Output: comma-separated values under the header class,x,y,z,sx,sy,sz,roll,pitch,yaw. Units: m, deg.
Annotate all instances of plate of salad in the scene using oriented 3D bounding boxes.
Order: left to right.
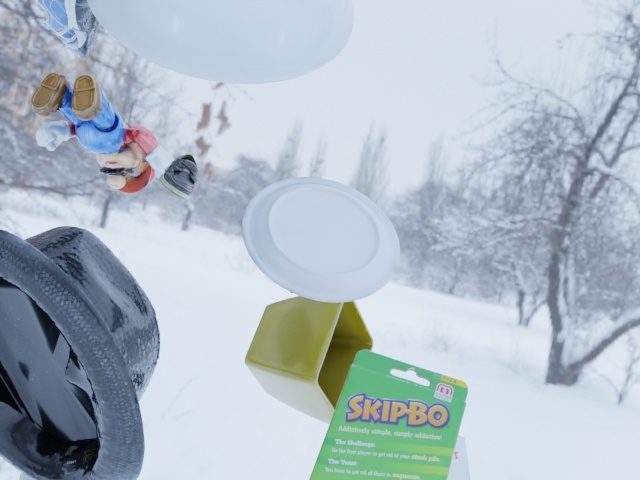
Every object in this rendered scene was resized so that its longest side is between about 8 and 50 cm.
class,x,y,z,sx,sy,sz,roll,pitch,yaw
plate of salad,0.000,0.000,0.964,0.199,0.200,0.048,13,-42,-8

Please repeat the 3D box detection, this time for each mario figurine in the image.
class,x,y,z,sx,sy,sz,roll,pitch,yaw
mario figurine,-0.407,-0.173,1.478,0.198,0.170,0.320,44,-4,26

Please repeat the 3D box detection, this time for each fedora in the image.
class,x,y,z,sx,sy,sz,roll,pitch,yaw
fedora,-0.277,0.107,0.838,0.334,0.334,0.152,14,33,22

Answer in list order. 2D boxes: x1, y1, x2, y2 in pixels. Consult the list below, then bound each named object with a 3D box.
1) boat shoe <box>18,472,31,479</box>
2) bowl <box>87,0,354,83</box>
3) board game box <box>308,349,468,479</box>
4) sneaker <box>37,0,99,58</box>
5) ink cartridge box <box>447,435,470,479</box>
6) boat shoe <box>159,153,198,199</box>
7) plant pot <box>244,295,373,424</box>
class,x,y,z,sx,sy,sz,roll,pitch,yaw
boat shoe,-0.451,0.337,1.296,0.094,0.302,0.109,6,-18,-6
bowl,-0.093,-0.310,0.805,0.297,0.298,0.134,13,-40,-6
board game box,0.055,0.229,0.743,0.124,0.259,0.039,17,-36,9
sneaker,-0.438,-0.388,1.366,0.081,0.080,0.211,16,-15,-7
ink cartridge box,0.164,0.518,1.402,0.226,0.306,0.131,4,-17,-36
boat shoe,-0.223,-0.108,1.251,0.056,0.049,0.152,33,11,-22
plant pot,-0.029,0.233,1.595,0.187,0.212,0.212,5,-36,25
